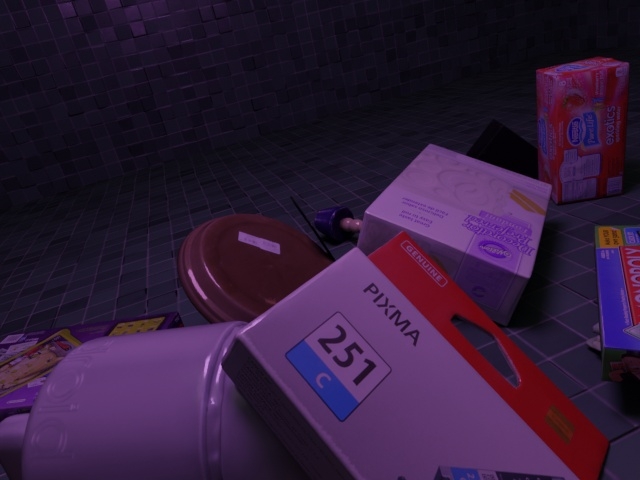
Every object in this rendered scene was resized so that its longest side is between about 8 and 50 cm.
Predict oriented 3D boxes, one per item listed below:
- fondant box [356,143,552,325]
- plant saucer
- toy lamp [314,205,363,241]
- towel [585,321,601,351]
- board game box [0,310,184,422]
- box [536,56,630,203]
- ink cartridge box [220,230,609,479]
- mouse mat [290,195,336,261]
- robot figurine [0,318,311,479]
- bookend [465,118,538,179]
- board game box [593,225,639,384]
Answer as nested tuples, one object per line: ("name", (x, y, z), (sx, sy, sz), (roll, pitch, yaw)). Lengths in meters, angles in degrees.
("fondant box", (0.232, -0.034, 0.790), (0.238, 0.096, 0.330), (23, 38, 17))
("plant saucer", (-0.075, 0.050, 0.729), (0.278, 0.041, 0.278), (22, 33, -15))
("toy lamp", (0.097, -0.023, 0.969), (0.080, 0.080, 0.274), (-31, 30, -35))
("towel", (0.485, 0.127, 0.472), (0.248, 0.038, 0.325), (-19, 22, -15))
("board game box", (-0.415, 0.207, 0.767), (0.346, 0.056, 0.208), (-9, 20, 11))
("box", (0.512, -0.217, 0.950), (0.128, 0.257, 0.123), (-10, 25, 9))
("ink cartridge box", (0.113, 0.128, 0.391), (0.296, 0.066, 0.261), (47, 49, 12))
("mouse mat", (0.000, 0.000, 0.880), (0.007, 0.153, 0.190), (-34, 24, 0))
("robot figurine", (-0.121, 0.184, 0.460), (0.353, 0.200, 0.300), (-9, 24, 11))
("bookend", (0.414, -0.165, 1.096), (0.157, 0.156, 0.072), (30, 21, -11))
("board game box", (0.440, 0.060, 0.552), (0.213, 0.046, 0.317), (1, 24, 28))
